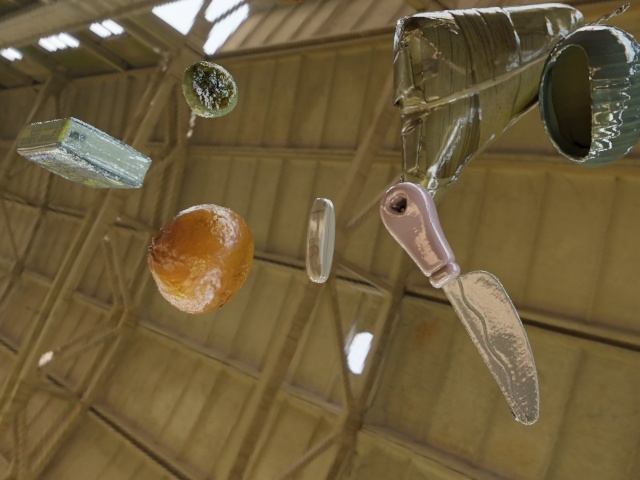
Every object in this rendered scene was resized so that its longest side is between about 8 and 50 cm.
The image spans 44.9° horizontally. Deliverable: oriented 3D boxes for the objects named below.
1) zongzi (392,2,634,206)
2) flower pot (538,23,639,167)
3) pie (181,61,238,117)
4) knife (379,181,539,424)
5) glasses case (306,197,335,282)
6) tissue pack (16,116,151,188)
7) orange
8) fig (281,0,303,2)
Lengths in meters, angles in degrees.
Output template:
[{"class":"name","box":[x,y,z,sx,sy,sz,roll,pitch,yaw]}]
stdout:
[{"class":"zongzi","box":[0.402,-0.266,1.670,0.218,0.499,0.467,-119,-157,-70]},{"class":"flower pot","box":[0.477,-0.249,1.341,0.157,0.243,0.189,-23,-152,-24]},{"class":"pie","box":[-0.154,-0.213,1.084,0.021,0.084,0.084,-24,-134,65]},{"class":"knife","box":[0.184,0.065,0.956,0.081,0.043,0.336,-40,-108,23]},{"class":"glasses case","box":[0.000,0.000,1.866,0.081,0.051,0.204,-169,-98,-64]},{"class":"tissue pack","box":[-0.481,-0.170,1.559,0.257,0.185,0.081,6,-108,52]},{"class":"orange","box":[-0.143,0.021,0.922,0.135,0.117,0.136,-33,-131,47]},{"class":"fig","box":[-0.062,-0.405,0.960,0.175,0.207,0.175,-43,-149,34]}]
